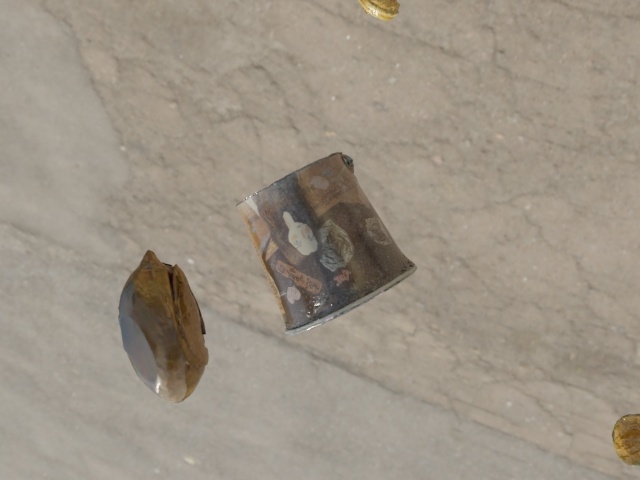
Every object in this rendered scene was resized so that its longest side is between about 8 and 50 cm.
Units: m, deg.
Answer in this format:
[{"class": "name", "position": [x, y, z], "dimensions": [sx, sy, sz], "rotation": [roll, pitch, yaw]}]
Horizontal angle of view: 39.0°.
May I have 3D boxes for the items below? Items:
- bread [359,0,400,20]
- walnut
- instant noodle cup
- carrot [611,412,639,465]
[{"class": "bread", "position": [0.116, -0.482, 1.808], "dimensions": [0.083, 0.110, 0.044], "rotation": [10, 129, -27]}, {"class": "walnut", "position": [-0.246, 0.136, 1.406], "dimensions": [0.137, 0.137, 0.245], "rotation": [-10, 99, 46]}, {"class": "instant noodle cup", "position": [0.000, 0.000, 1.301], "dimensions": [0.217, 0.217, 0.207], "rotation": [-27, 92, 54]}, {"class": "carrot", "position": [0.510, 0.283, 1.312], "dimensions": [0.173, 0.082, 0.082], "rotation": [1, 163, -30]}]
